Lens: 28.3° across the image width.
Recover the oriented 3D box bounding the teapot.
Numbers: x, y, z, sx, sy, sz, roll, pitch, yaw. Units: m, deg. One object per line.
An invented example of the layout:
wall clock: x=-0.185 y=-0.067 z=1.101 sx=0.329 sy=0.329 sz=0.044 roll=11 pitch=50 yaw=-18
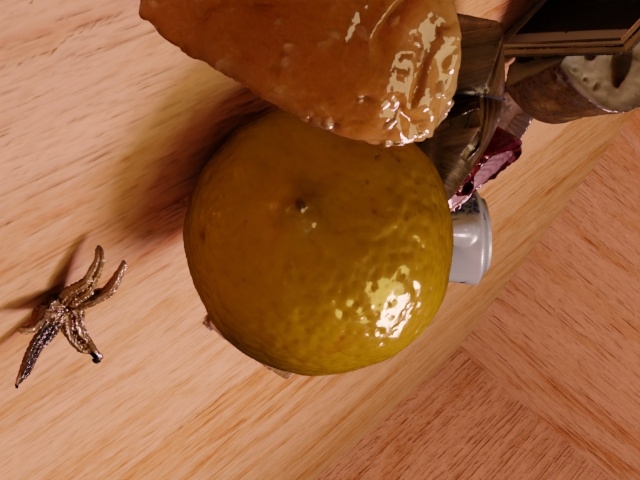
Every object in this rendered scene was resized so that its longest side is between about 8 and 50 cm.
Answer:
teapot: x=0.188 y=-0.005 z=2.000 sx=0.159 sy=0.159 sz=0.232 roll=-47 pitch=177 yaw=-8

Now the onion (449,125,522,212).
onion: x=0.137 y=-0.090 z=1.557 sx=0.227 sy=0.120 sz=0.283 roll=-35 pitch=177 yaw=-7

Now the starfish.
starfish: x=-0.214 y=0.070 z=1.072 sx=0.133 sy=0.041 sz=0.130 roll=-39 pitch=156 yaw=-14

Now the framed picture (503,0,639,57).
framed picture: x=0.358 y=-0.310 z=1.582 sx=0.231 sy=0.018 sz=0.293 roll=-46 pitch=-157 yaw=-13

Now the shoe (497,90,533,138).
shoe: x=0.311 y=-0.216 z=1.929 sx=0.169 sy=0.071 sz=0.099 roll=-58 pitch=167 yaw=22

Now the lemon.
lemon: x=0.001 y=-0.001 z=1.139 sx=0.267 sy=0.267 sz=0.267 roll=-46 pitch=166 yaw=-14

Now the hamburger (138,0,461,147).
hamburger: x=0.002 y=-0.152 z=0.795 sx=0.135 sy=0.207 sz=0.155 roll=-40 pitch=169 yaw=-46

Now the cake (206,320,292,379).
cake: x=-0.073 y=0.117 z=1.495 sx=0.052 sy=0.121 sz=0.065 roll=-53 pitch=160 yaw=-12

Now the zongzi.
zongzi: x=0.142 y=-0.114 z=1.406 sx=0.221 sy=0.112 sz=0.242 roll=43 pitch=56 yaw=-80

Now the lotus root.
lotus root: x=0.370 y=-0.241 z=1.711 sx=0.267 sy=0.149 sz=0.260 roll=-45 pitch=-171 yaw=-19
